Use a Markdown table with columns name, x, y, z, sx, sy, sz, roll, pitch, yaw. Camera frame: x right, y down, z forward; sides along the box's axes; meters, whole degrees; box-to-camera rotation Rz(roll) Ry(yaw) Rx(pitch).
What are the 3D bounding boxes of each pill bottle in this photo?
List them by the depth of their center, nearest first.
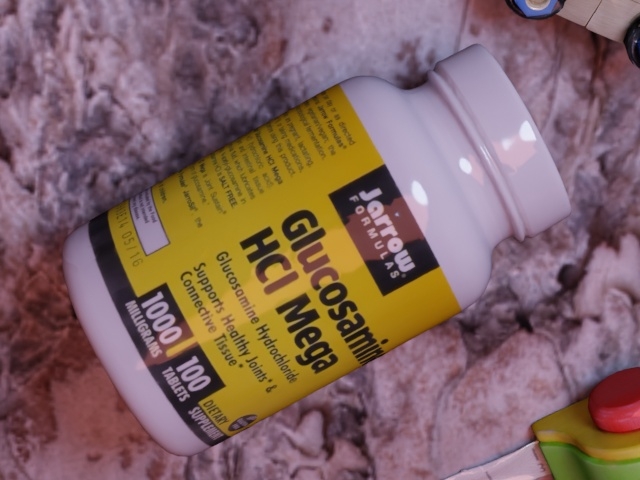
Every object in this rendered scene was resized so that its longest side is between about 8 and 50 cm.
| name | x | y | z | sx | sy | sz | roll | pitch | yaw |
| --- | --- | --- | --- | --- | --- | --- | --- | --- | --- |
| pill bottle | 0.000 | 0.000 | 1.048 | 0.333 | 0.188 | 0.188 | -29 | 108 | 2 |

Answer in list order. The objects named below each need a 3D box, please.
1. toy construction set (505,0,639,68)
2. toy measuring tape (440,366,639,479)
| name | x | y | z | sx | sy | sz | roll | pitch | yaw |
| --- | --- | --- | --- | --- | --- | --- | --- | --- | --- |
| toy construction set | 0.224 | -0.235 | 1.009 | 0.327 | 0.151 | 0.215 | 29 | 123 | 2 |
| toy measuring tape | 0.206 | 0.189 | 1.173 | 0.330 | 0.121 | 0.121 | -25 | 109 | 1 |
